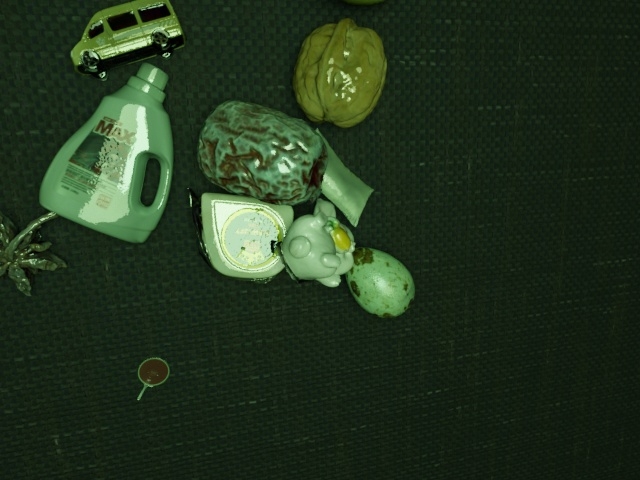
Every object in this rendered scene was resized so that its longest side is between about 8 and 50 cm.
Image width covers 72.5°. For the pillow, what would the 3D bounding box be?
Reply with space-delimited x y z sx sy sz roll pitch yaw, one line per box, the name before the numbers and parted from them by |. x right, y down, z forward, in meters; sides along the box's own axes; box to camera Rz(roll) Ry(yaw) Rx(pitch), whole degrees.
pillow | 0.043 -0.172 1.184 0.254 0.078 0.144 44 51 -17

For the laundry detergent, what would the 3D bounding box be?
laundry detergent | -0.455 -0.215 1.035 0.264 0.124 0.398 26 92 -15

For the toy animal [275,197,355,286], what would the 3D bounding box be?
toy animal | 0.002 0.007 1.108 0.154 0.325 0.208 -24 108 14

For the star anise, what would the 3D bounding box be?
star anise | -0.707 0.018 1.025 0.209 0.089 0.231 16 114 -22

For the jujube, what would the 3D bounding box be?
jujube | -0.138 -0.202 1.031 0.317 0.226 0.226 24 95 15

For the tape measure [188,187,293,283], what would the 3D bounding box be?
tape measure | -0.215 -0.005 1.135 0.271 0.133 0.231 5 92 -16

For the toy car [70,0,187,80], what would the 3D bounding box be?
toy car | -0.446 -0.464 0.997 0.256 0.101 0.124 -22 100 -11

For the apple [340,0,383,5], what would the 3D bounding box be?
apple | 0.094 -0.673 1.011 0.295 0.258 0.233 -3 103 -10

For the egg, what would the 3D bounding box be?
egg | 0.161 0.115 1.232 0.231 0.169 0.169 45 88 -5

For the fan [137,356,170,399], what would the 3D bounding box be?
fan | -0.472 0.384 1.207 0.085 0.005 0.133 30 92 -19

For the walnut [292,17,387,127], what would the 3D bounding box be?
walnut | 0.047 -0.413 1.073 0.224 0.257 0.257 14 98 16
